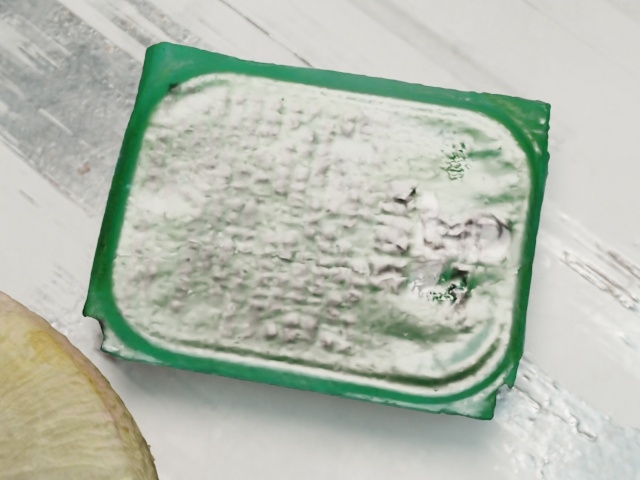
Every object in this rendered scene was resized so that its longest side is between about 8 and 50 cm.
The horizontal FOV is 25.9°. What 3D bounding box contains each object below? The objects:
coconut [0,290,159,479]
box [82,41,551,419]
[{"bbox_3d":[-0.289,0.207,0.918,0.405,0.404,0.404,0,72,1],"label":"coconut"},{"bbox_3d":[0.000,0.000,1.111,0.337,0.106,0.264,10,73,4],"label":"box"}]
